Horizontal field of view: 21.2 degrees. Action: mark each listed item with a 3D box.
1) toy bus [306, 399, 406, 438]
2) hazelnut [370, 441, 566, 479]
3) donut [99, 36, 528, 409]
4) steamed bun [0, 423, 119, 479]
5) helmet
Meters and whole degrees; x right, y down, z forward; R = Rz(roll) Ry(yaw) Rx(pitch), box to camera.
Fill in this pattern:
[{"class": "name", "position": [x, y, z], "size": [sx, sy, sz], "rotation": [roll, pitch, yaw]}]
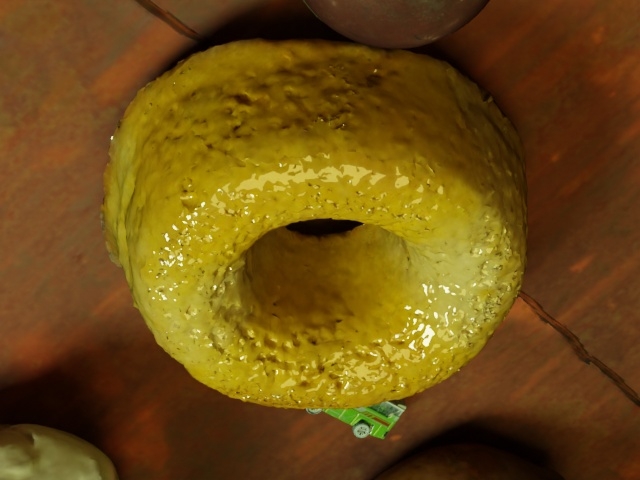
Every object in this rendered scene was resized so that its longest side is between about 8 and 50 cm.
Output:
[{"class": "toy bus", "position": [0.017, 0.109, 1.199], "size": [0.083, 0.031, 0.037], "rotation": [29, 109, -26]}, {"class": "hazelnut", "position": [0.103, 0.256, 1.227], "size": [0.210, 0.186, 0.210], "rotation": [5, 122, 9]}, {"class": "donut", "position": [0.003, 0.000, 1.059], "size": [0.277, 0.108, 0.278], "rotation": [-5, 132, -5]}, {"class": "steamed bun", "position": [-0.236, 0.275, 1.151], "size": [0.206, 0.275, 0.320], "rotation": [7, 89, 0]}, {"class": "helmet", "position": [0.040, -0.177, 0.952], "size": [0.155, 0.106, 0.175], "rotation": [-21, 122, 6]}]
